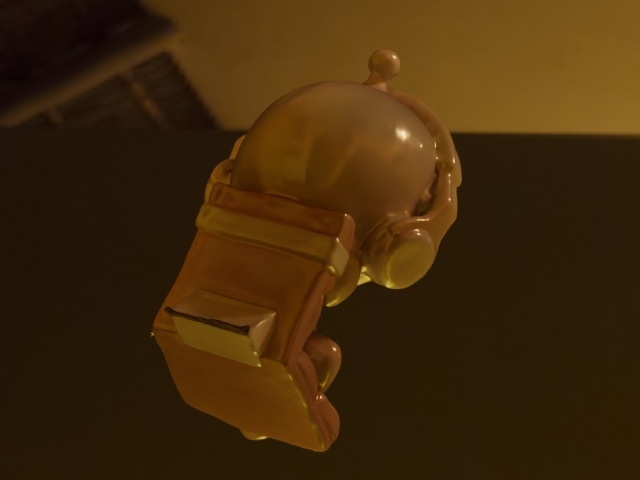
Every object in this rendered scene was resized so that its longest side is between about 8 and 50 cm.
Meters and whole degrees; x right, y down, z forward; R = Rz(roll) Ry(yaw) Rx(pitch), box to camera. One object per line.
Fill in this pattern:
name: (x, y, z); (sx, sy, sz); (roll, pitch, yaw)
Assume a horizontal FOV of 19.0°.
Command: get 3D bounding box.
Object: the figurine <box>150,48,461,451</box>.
figurine: (-0.001, -0.003, 1.140); (0.237, 0.162, 0.141); (-65, -33, -25)
